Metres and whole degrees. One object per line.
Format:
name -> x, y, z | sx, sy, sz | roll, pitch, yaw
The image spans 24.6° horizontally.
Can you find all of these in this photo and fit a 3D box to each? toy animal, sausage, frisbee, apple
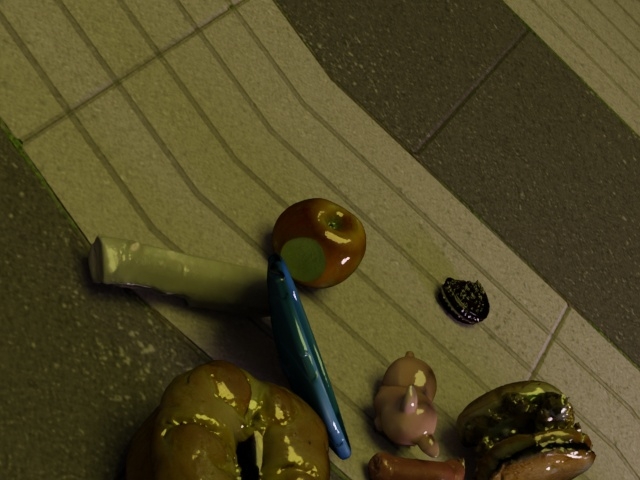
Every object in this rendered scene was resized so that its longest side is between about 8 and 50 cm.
toy animal -> 0.106, 0.191, 1.762 | 0.083, 0.089, 0.150 | 32, 28, -20
sausage -> 0.117, 0.274, 1.734 | 0.158, 0.042, 0.036 | 10, 12, -43
frisbee -> -0.023, 0.131, 1.619 | 0.242, 0.045, 0.242 | -19, 90, -88
apple -> 0.000, 0.000, 1.803 | 0.114, 0.102, 0.099 | 49, 35, -1

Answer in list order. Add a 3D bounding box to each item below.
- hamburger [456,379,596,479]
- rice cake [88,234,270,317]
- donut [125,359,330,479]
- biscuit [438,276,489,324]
hamburger -> 0.252, 0.234, 1.812 | 0.159, 0.185, 0.131 | 4, 57, -29
rice cake -> -0.147, 0.045, 1.633 | 0.256, 0.052, 0.057 | 13, 51, -42
donut -> -0.091, 0.245, 1.436 | 0.208, 0.128, 0.261 | 30, 39, -27
biscuit -> 0.199, 0.078, 2.029 | 0.087, 0.027, 0.089 | 37, 36, -20
